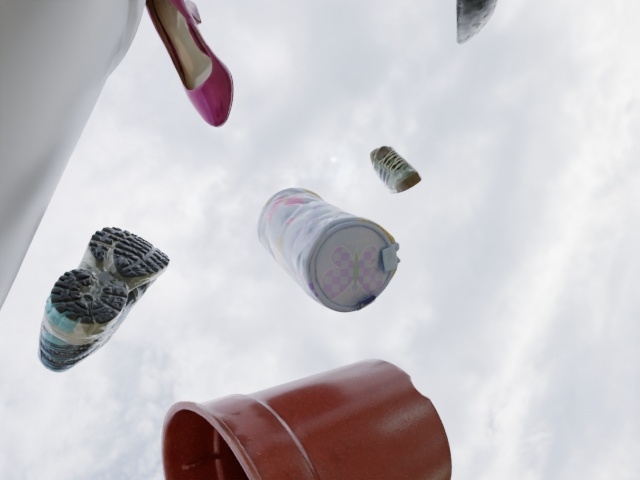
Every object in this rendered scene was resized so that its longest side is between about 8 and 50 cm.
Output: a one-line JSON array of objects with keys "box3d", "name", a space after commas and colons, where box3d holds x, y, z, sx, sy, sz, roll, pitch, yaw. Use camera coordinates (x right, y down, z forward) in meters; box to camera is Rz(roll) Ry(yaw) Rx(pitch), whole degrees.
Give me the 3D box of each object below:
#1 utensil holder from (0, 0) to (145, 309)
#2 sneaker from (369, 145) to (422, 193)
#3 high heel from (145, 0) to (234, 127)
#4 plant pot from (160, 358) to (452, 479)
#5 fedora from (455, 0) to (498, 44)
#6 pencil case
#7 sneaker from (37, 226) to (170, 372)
[{"box3d": [-0.302, -0.078, 0.339, 0.327, 0.327, 0.386, 39, -137, -38], "name": "utensil holder"}, {"box3d": [0.141, -0.149, 1.274, 0.064, 0.192, 0.086, -34, -78, -1], "name": "sneaker"}, {"box3d": [-0.203, -0.284, 0.929, 0.117, 0.082, 0.244, 14, -122, -62], "name": "high heel"}, {"box3d": [-0.006, 0.275, 0.738, 0.264, 0.272, 0.273, -14, -67, -36], "name": "plant pot"}, {"box3d": [0.032, -0.296, 0.418, 0.152, 0.334, 0.334, -5, -66, 11], "name": "fedora"}, {"box3d": [0.000, 0.000, 0.843, 0.124, 0.273, 0.114, -28, -70, -12], "name": "pencil case"}, {"box3d": [-0.306, 0.075, 0.868, 0.110, 0.283, 0.122, 32, -69, -3], "name": "sneaker"}]
